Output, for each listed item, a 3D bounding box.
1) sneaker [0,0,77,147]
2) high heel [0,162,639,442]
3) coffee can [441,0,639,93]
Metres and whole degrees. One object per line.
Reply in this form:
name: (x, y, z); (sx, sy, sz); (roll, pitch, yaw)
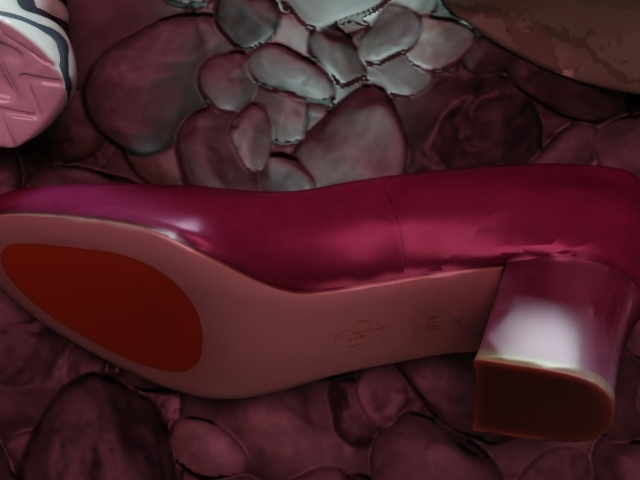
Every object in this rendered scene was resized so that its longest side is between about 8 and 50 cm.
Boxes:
sneaker: (-0.226, -0.166, 0.944); (0.235, 0.153, 0.094); (38, 107, -13)
high heel: (0.000, 0.000, 0.957); (0.377, 0.127, 0.181); (15, 46, 6)
coffee can: (0.195, -0.251, 0.963); (0.201, 0.201, 0.275); (25, 75, 4)
